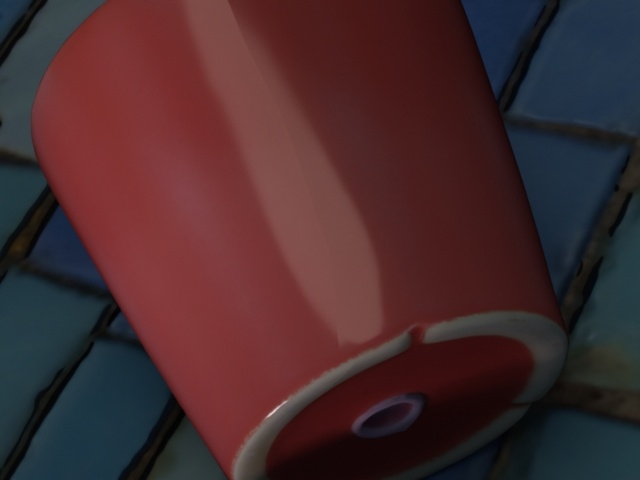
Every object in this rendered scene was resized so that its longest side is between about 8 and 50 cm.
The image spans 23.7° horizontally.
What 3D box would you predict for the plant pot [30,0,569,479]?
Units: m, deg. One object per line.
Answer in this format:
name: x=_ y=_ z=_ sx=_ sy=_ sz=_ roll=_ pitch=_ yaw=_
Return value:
plant pot: x=0.000 y=0.000 z=0.860 sx=0.275 sy=0.275 sz=0.243 roll=-23 pitch=61 yaw=-2
